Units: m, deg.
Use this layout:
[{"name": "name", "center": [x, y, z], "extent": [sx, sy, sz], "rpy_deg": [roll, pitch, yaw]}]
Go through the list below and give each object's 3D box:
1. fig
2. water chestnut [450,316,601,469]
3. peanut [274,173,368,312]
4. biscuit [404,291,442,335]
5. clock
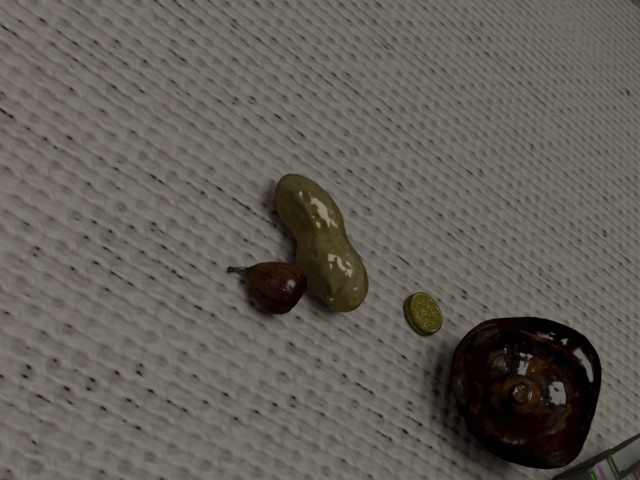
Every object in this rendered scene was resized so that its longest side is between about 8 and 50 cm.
[{"name": "fig", "center": [-0.087, 0.063, 1.741], "extent": [0.125, 0.089, 0.089], "rpy_deg": [32, 42, 5]}, {"name": "water chestnut", "center": [0.362, 0.271, 1.932], "extent": [0.289, 0.244, 0.289], "rpy_deg": [12, 38, -10]}, {"name": "peanut", "center": [0.000, 0.000, 1.837], "extent": [0.117, 0.101, 0.263], "rpy_deg": [8, 58, -64]}, {"name": "biscuit", "center": [0.192, 0.136, 1.999], "extent": [0.084, 0.023, 0.084], "rpy_deg": [24, 51, -33]}, {"name": "clock", "center": [0.595, 0.512, 2.061], "extent": [0.310, 0.166, 0.235], "rpy_deg": [-17, 78, -41]}]
